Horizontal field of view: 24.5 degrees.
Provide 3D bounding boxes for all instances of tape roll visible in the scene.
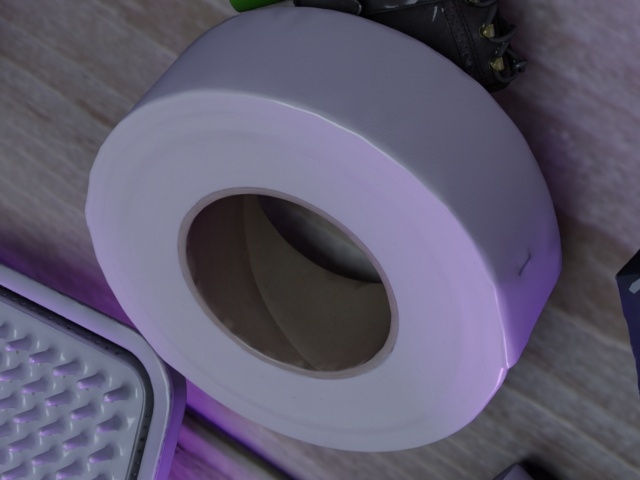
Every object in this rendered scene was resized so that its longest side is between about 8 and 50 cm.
[{"bbox_3d":[0.000,0.000,0.920,0.286,0.100,0.286,17,134,18],"label":"tape roll"}]

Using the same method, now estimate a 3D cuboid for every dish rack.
[{"bbox_3d":[-0.247,0.152,1.133,0.333,0.072,0.285,23,105,28],"label":"dish rack"}]

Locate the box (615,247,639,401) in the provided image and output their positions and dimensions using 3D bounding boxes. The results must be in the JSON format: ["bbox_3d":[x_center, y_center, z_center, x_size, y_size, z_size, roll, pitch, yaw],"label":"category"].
[{"bbox_3d":[0.366,0.127,0.781,0.343,0.179,0.312,-5,104,28],"label":"box"}]

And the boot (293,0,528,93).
[{"bbox_3d":[0.077,-0.197,0.862,0.263,0.091,0.229,-12,112,24],"label":"boot"}]

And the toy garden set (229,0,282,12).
[{"bbox_3d":[0.012,-0.220,0.937,0.204,0.049,0.244,-10,100,29],"label":"toy garden set"}]

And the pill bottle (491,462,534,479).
[{"bbox_3d":[0.167,0.260,0.956,0.221,0.121,0.121,47,120,8],"label":"pill bottle"}]
